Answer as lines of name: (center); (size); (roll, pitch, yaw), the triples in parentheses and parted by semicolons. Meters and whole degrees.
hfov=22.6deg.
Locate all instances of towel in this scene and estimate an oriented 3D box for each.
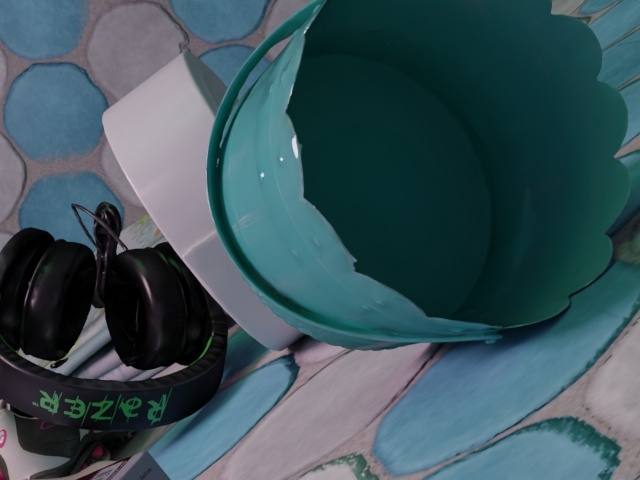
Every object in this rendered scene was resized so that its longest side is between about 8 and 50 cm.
towel: (-0.221, 0.060, 1.971); (0.374, 0.090, 0.320); (-32, 23, 27)

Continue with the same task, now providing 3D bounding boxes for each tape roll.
tape roll: (-0.080, -0.037, 1.507); (0.100, 0.286, 0.286); (-35, 9, 6)

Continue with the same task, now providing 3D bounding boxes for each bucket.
bucket: (0.063, -0.053, 1.149); (0.281, 0.281, 0.183); (-42, 5, -29)

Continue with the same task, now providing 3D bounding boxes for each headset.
headset: (-0.225, 0.083, 1.639); (0.394, 0.243, 0.185); (-101, 19, -59)

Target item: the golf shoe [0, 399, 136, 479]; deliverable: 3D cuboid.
golf shoe: (-0.255, 0.179, 1.610); (0.105, 0.120, 0.273); (-37, 8, 10)

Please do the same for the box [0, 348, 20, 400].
box: (-0.561, 0.207, 2.050); (0.395, 0.293, 0.212); (-44, 11, -36)

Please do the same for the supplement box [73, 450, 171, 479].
supplement box: (-0.151, 0.223, 0.977); (0.239, 0.130, 0.073); (-28, 13, 46)

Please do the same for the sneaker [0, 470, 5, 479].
sneaker: (-0.400, 0.304, 1.551); (0.112, 0.121, 0.299); (-6, 30, 31)

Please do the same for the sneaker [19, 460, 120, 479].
sneaker: (-0.186, 0.244, 1.230); (0.222, 0.083, 0.118); (-18, 39, 44)
